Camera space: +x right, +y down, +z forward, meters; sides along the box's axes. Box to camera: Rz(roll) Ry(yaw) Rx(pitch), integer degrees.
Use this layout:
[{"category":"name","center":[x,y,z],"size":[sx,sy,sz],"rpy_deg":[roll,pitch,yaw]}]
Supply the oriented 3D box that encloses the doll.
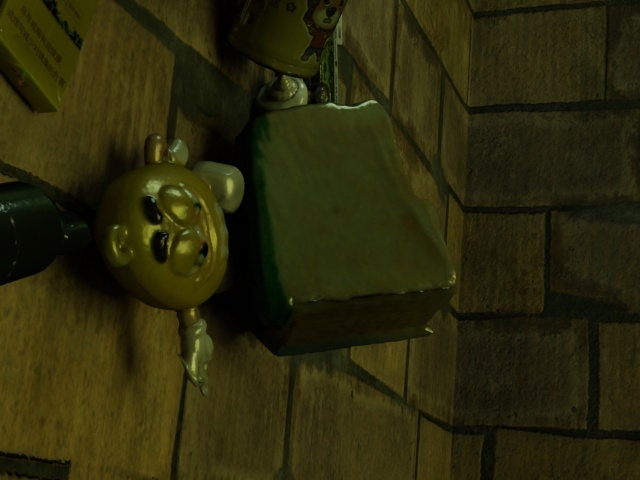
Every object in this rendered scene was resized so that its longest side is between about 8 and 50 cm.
[{"category":"doll","center":[-0.199,0.010,1.660],"size":[0.423,0.161,0.348],"rpy_deg":[-83,159,-55]}]

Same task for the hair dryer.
[{"category":"hair dryer","center":[-0.370,0.086,1.307],"size":[0.244,0.116,0.302],"rpy_deg":[-18,117,-68]}]

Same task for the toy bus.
[{"category":"toy bus","center":[-0.021,-0.334,2.216],"size":[0.139,0.113,0.301],"rpy_deg":[-15,105,-69]}]

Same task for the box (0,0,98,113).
[{"category":"box","center":[-0.341,-0.315,1.459],"size":[0.153,0.041,0.279],"rpy_deg":[58,36,-51]}]

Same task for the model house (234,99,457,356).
[{"category":"model house","center":[0.000,0.000,1.992],"size":[0.342,0.335,0.382],"rpy_deg":[119,-38,-62]}]

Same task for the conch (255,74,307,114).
[{"category":"conch","center":[-0.063,-0.236,2.118],"size":[0.094,0.104,0.176],"rpy_deg":[-49,146,-19]}]

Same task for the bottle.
[{"category":"bottle","center":[-0.019,-0.459,1.923],"size":[0.351,0.172,0.171],"rpy_deg":[-65,170,24]}]
